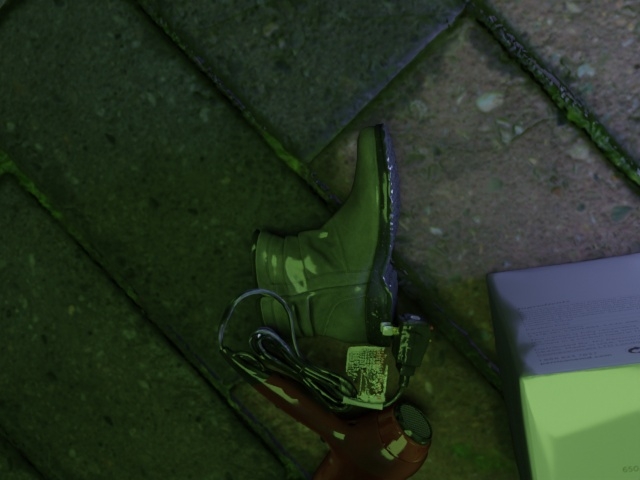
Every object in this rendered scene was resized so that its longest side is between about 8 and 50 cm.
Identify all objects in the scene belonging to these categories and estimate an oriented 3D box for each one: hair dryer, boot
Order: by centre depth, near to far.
[{"bbox_3d":[0.000,0.000,0.759,0.161,0.083,0.246,3,103,10],"label":"boot"},{"bbox_3d":[0.009,0.189,0.783,0.224,0.080,0.293,6,109,16],"label":"hair dryer"}]

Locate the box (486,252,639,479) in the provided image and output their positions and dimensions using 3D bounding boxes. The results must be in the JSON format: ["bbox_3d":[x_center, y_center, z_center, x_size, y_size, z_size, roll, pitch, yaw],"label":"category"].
[{"bbox_3d":[0.247,0.149,0.605,0.168,0.345,0.214,-9,97,10],"label":"box"}]
